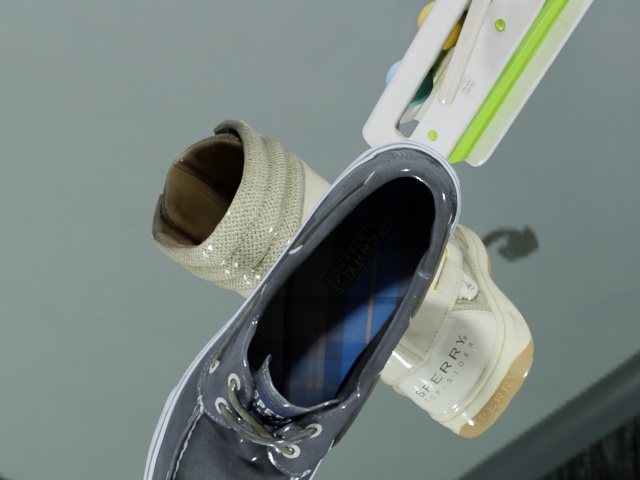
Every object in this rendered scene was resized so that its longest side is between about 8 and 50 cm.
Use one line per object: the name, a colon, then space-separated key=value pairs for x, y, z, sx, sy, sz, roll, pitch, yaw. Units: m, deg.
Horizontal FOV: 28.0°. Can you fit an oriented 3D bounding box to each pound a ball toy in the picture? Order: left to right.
pound a ball toy: x=0.142 y=-0.211 z=1.316 sx=0.136 sy=0.208 sz=0.319 roll=45 pitch=129 yaw=20

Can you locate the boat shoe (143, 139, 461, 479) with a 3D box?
boat shoe: x=-0.010 y=0.058 z=0.568 sx=0.080 sy=0.076 sz=0.228 roll=36 pitch=96 yaw=-1

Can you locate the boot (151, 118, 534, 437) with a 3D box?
boot: x=0.000 y=0.000 z=0.760 sx=0.203 sy=0.262 sz=0.095 roll=31 pitch=103 yaw=-18
